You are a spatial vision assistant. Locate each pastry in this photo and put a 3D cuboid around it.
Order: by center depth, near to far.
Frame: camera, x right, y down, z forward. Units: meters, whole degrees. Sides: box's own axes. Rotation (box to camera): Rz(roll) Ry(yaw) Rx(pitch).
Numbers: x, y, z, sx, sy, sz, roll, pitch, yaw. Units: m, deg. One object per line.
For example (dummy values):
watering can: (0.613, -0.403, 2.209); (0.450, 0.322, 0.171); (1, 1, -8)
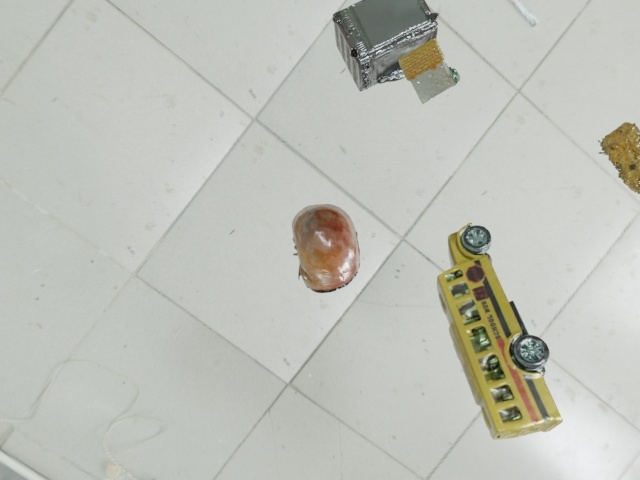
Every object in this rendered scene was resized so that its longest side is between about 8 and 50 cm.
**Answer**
pastry: (0.603, -0.158, 0.931); (0.140, 0.056, 0.080); (39, 121, -16)

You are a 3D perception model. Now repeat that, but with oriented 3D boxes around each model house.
model house: (0.220, -0.347, 0.974); (0.087, 0.101, 0.100); (-27, 105, 25)

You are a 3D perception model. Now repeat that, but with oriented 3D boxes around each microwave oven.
microwave oven: (0.177, -0.551, 1.314); (0.247, 0.178, 0.188); (-24, 77, 2)

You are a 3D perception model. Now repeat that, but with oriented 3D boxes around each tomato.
tomato: (0.000, 0.000, 1.180); (0.180, 0.155, 0.214); (-20, 56, 5)

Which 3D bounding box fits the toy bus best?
toy bus: (0.272, 0.140, 0.786); (0.122, 0.121, 0.336); (-19, 59, 7)
